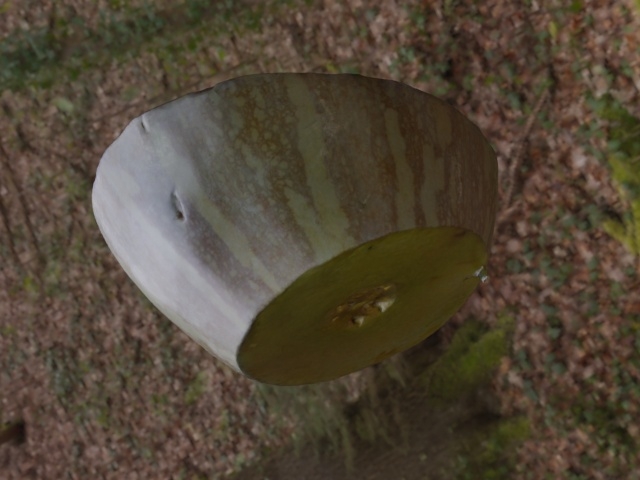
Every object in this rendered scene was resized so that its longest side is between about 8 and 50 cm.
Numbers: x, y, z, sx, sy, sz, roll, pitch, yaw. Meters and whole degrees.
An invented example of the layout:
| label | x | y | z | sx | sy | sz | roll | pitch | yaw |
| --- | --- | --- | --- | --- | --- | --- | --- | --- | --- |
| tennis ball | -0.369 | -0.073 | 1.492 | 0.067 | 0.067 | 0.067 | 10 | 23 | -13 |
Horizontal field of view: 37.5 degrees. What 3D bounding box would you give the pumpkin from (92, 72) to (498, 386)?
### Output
| label | x | y | z | sx | sy | sz | roll | pitch | yaw |
| --- | --- | --- | --- | --- | --- | --- | --- | --- | --- |
| pumpkin | -0.004 | 0.014 | 0.480 | 0.217 | 0.217 | 0.110 | 72 | -175 | -55 |
